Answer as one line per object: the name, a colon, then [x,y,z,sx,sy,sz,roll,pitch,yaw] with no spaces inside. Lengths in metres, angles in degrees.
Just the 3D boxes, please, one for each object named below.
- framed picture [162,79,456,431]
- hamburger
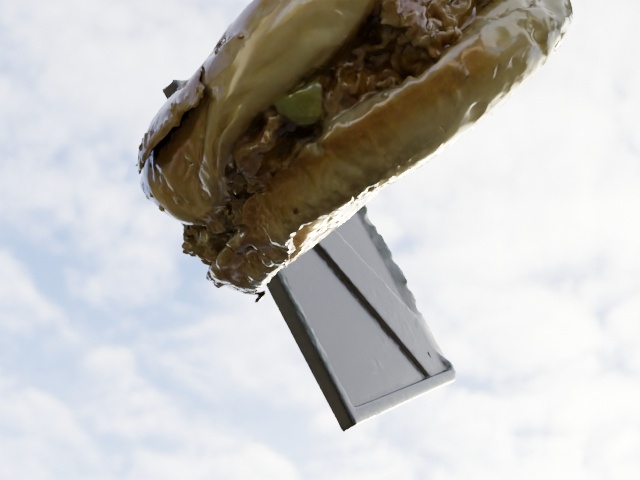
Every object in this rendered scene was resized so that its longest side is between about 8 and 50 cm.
framed picture: [0.000,0.000,1.201,0.019,0.281,0.209,-32,-11,24]
hamburger: [0.014,-0.070,0.731,0.108,0.214,0.214,46,-41,1]
